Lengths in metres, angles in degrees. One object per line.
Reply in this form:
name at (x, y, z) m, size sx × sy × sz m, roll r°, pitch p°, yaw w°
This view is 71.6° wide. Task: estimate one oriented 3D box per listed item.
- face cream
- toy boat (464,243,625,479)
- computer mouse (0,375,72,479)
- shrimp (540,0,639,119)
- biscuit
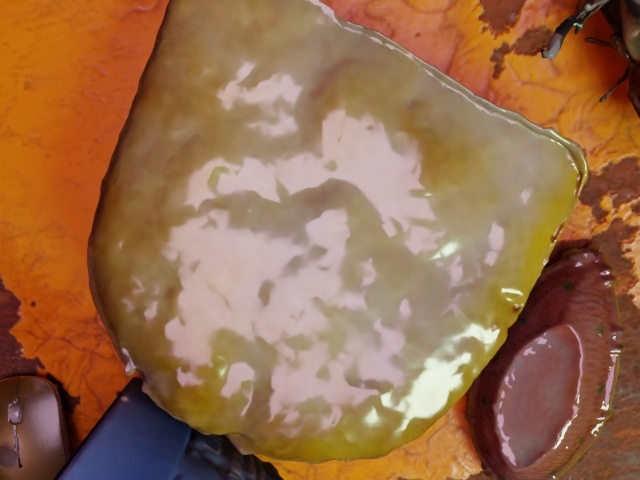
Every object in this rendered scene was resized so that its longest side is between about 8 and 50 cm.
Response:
face cream at (-0.180, 0.306, 0.455) m, size 0.225 × 0.249 × 0.249 m, roll 39°, pitch 101°, yaw -10°
toy boat at (0.245, 0.158, 0.495) m, size 0.140 × 0.099 × 0.318 m, roll 19°, pitch 104°, yaw 25°
computer mouse at (-0.362, 0.266, 0.557) m, size 0.102 × 0.045 × 0.199 m, roll -2°, pitch 104°, yaw -1°
shrimp at (0.290, -0.211, 0.393) m, size 0.116 × 0.145 × 0.343 m, roll -36°, pitch 90°, yaw -32°
biscuit at (0.000, 0.000, 0.441) m, size 0.429 × 0.104 × 0.446 m, roll 22°, pitch 93°, yaw -5°
